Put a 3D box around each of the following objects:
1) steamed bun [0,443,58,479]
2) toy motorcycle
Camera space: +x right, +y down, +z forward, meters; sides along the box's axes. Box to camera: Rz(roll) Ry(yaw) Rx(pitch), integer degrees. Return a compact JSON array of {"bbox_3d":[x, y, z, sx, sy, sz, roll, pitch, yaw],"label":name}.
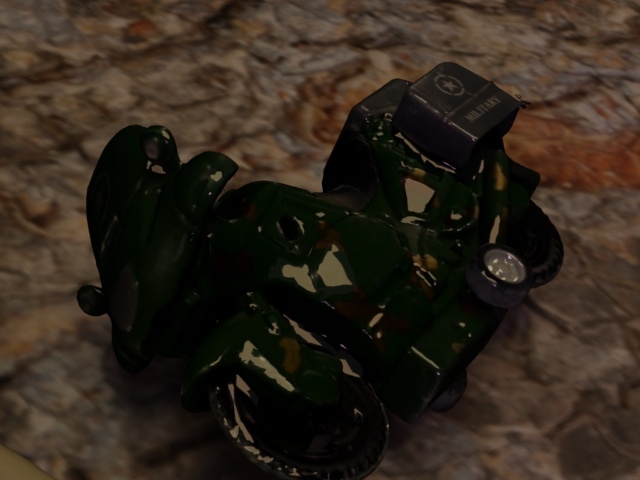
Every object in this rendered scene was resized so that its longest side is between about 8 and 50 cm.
[{"bbox_3d":[-0.248,0.167,0.321,0.456,0.371,0.290,3,37,-22],"label":"steamed bun"},{"bbox_3d":[0.000,0.000,0.846,0.187,0.125,0.274,38,39,13],"label":"toy motorcycle"}]
